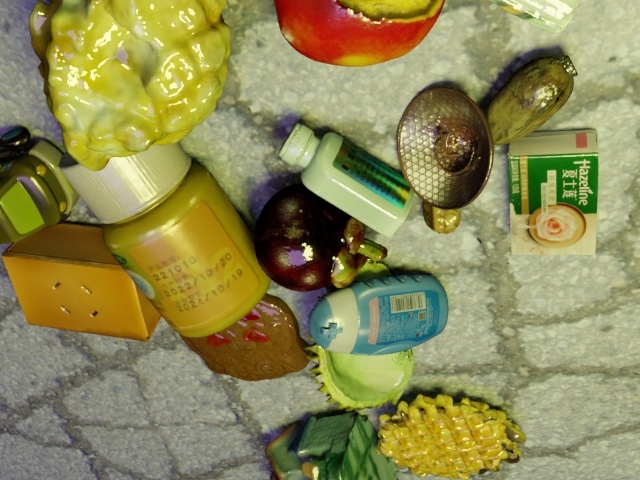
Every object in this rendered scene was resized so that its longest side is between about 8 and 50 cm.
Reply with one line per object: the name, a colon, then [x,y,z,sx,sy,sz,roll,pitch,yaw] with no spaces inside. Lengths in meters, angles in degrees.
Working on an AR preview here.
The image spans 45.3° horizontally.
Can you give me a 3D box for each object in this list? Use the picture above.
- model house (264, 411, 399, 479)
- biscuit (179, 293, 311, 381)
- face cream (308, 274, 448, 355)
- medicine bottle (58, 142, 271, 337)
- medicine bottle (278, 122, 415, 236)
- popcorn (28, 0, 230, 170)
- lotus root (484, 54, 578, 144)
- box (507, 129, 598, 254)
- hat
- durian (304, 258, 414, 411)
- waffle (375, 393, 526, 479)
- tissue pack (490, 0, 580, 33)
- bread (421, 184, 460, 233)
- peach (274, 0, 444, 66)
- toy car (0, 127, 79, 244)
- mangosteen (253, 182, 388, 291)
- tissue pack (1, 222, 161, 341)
model house: [-0.022,0.560,1.756,0.329,0.252,0.295,-9,125,31]
biscuit: [-0.169,0.207,1.632,0.273,0.049,0.257,-9,125,25]
face cream: [0.101,0.138,1.378,0.264,0.083,0.149,-4,107,-25]
medicine bottle: [-0.267,-0.031,1.351,0.224,0.224,0.384,-15,122,27]
medicine bottle: [0.042,-0.108,1.262,0.229,0.121,0.083,32,130,-9]
popcorn: [-0.261,-0.289,1.109,0.334,0.292,0.293,-37,102,29]
lotus root: [0.303,-0.207,1.128,0.179,0.089,0.080,-44,65,42]
box: [0.369,-0.073,1.220,0.135,0.081,0.199,-1,129,18]
hat: [0.216,-0.148,1.210,0.193,0.082,0.193,20,116,47]
durian: [0.075,0.193,1.480,0.198,0.163,0.394,2,122,12]
waffle: [0.274,0.424,1.637,0.329,0.062,0.329,3,136,3]
tissue pack: [0.180,-0.397,0.918,0.310,0.228,0.128,25,130,-5]
bread: [0.204,-0.060,1.294,0.066,0.060,0.110,12,135,25]
peach: [0.056,-0.332,1.034,0.226,0.190,0.196,-4,118,28]
toy car: [-0.602,-0.076,1.434,0.247,0.198,0.204,-3,128,20]
mangosteen: [0.000,0.000,1.313,0.230,0.194,0.194,11,130,11]
tissue pack: [-0.464,0.073,1.550,0.274,0.145,0.194,6,131,11]
